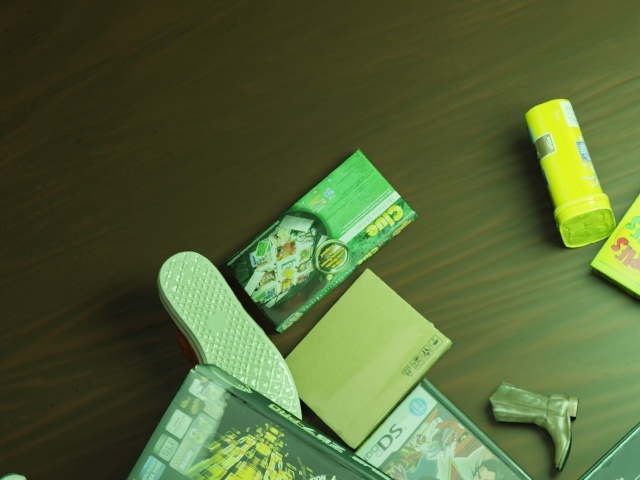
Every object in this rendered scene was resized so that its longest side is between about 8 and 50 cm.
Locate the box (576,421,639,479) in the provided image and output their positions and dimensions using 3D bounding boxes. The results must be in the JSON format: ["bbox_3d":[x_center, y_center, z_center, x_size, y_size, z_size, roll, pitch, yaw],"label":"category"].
[{"bbox_3d":[0.462,0.396,1.407,0.293,0.212,0.395,-43,72,1],"label":"box"}]

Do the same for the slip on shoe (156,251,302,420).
[{"bbox_3d":[-0.127,0.170,1.737,0.123,0.101,0.331,-28,75,-16],"label":"slip on shoe"}]

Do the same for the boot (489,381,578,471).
[{"bbox_3d":[0.274,0.243,1.621,0.114,0.037,0.106,9,63,16],"label":"boot"}]

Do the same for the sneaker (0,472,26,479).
[{"bbox_3d":[-0.424,0.479,1.742,0.129,0.111,0.297,-2,76,0],"label":"sneaker"}]

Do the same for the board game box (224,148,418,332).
[{"bbox_3d":[0.000,0.000,1.785,0.259,0.030,0.136,-40,65,2],"label":"board game box"}]

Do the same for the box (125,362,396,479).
[{"bbox_3d":[-0.122,0.407,1.609,0.318,0.097,0.395,32,93,13],"label":"box"}]

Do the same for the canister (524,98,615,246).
[{"bbox_3d":[0.333,-0.091,1.659,0.073,0.126,0.170,-19,67,11],"label":"canister"}]

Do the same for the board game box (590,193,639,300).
[{"bbox_3d":[0.450,-0.012,1.642,0.092,0.043,0.181,34,86,23],"label":"board game box"}]

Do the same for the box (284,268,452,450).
[{"bbox_3d":[0.057,0.163,1.720,0.164,0.021,0.201,42,89,24],"label":"box"}]

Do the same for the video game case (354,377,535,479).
[{"bbox_3d":[0.151,0.363,1.623,0.248,0.035,0.275,-47,67,-1],"label":"video game case"}]
